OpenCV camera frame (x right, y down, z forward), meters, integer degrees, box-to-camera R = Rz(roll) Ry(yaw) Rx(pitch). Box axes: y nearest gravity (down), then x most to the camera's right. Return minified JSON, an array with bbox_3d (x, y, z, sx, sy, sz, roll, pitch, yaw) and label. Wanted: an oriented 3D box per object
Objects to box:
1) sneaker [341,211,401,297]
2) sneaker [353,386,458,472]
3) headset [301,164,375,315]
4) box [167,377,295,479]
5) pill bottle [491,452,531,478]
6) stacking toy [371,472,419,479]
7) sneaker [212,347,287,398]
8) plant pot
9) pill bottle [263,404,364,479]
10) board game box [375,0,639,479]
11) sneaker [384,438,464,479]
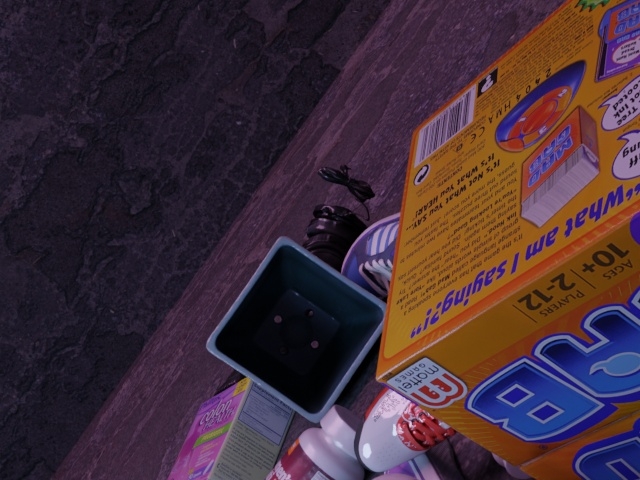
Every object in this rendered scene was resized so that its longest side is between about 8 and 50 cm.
[{"bbox_3d":[0.143,0.053,1.771,0.323,0.130,0.236,-38,18,29],"label":"sneaker"},{"bbox_3d":[0.160,0.204,1.223,0.270,0.090,0.145,-40,16,-2],"label":"sneaker"},{"bbox_3d":[0.000,0.000,2.181,0.394,0.185,0.243,-54,12,43],"label":"headset"},{"bbox_3d":[-0.182,0.417,1.947,0.213,0.117,0.243,-35,24,47],"label":"box"},{"bbox_3d":[0.239,0.242,1.233,0.067,0.067,0.120,-49,16,14],"label":"pill bottle"},{"bbox_3d":[0.039,0.418,1.029,0.350,0.350,0.480,-45,9,27],"label":"stacking toy"},{"bbox_3d":[-0.125,0.270,2.127,0.286,0.109,0.130,-36,17,40],"label":"sneaker"},{"bbox_3d":[-0.042,0.171,1.874,0.247,0.248,0.252,-55,-2,-8],"label":"plant pot"},{"bbox_3d":[-0.009,0.372,1.552,0.221,0.121,0.121,-52,16,6],"label":"pill bottle"},{"bbox_3d":[0.317,0.006,0.941,0.356,0.356,0.356,-39,26,39],"label":"board game box"},{"bbox_3d":[0.107,0.336,1.352,0.161,0.102,0.282,-53,16,12],"label":"sneaker"}]
